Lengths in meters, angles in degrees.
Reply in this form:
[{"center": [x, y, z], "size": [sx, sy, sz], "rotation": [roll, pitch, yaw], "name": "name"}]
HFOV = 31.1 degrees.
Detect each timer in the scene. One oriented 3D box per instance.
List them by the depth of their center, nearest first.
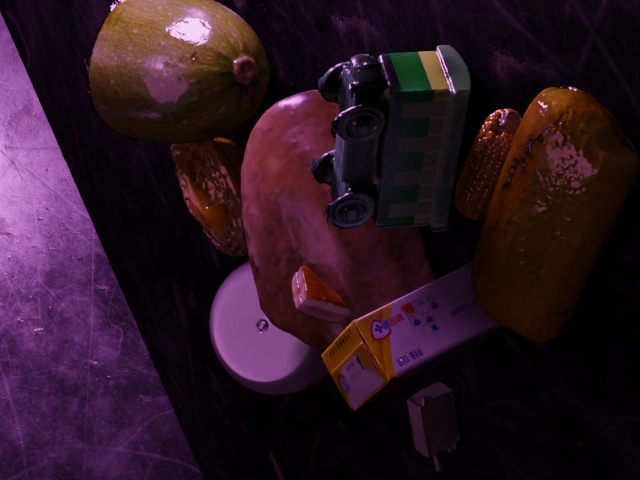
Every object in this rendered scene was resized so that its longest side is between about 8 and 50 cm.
[{"center": [-0.055, 0.155, 2.180], "size": [0.285, 0.285, 0.285], "rotation": [47, 149, 39], "name": "timer"}]

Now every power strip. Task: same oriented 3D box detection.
[{"center": [0.195, 0.323, 1.958], "size": [0.042, 0.075, 0.175], "rotation": [28, 135, 53], "name": "power strip"}]

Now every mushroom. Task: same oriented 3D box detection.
[{"center": [0.024, -0.025, 1.824], "size": [0.313, 0.224, 0.397], "rotation": [33, 139, 56], "name": "mushroom"}]

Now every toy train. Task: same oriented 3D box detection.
[{"center": [0.097, -0.136, 1.601], "size": [0.301, 0.202, 0.120], "rotation": [93, 169, -46], "name": "toy train"}]

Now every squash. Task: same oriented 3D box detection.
[{"center": [-0.211, -0.289, 2.073], "size": [0.308, 0.310, 0.310], "rotation": [24, 134, 38], "name": "squash"}]

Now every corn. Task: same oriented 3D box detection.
[{"center": [0.225, -0.097, 1.522], "size": [0.068, 0.068, 0.207], "rotation": [56, 154, 24], "name": "corn"}]

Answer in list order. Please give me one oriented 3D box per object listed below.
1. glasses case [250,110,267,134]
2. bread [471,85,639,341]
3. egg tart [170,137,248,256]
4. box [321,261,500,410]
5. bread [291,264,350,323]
[{"center": [-0.062, -0.106, 2.124], "size": [0.109, 0.067, 0.282], "rotation": [16, 129, 51], "name": "glasses case"}, {"center": [0.274, -0.018, 1.434], "size": [0.166, 0.112, 0.384], "rotation": [53, 153, 29], "name": "bread"}, {"center": [-0.200, -0.106, 2.357], "size": [0.288, 0.118, 0.288], "rotation": [44, 146, 41], "name": "egg tart"}, {"center": [0.150, 0.128, 1.642], "size": [0.097, 0.265, 0.168], "rotation": [60, 154, 12], "name": "box"}, {"center": [-0.010, 0.089, 1.745], "size": [0.109, 0.062, 0.043], "rotation": [41, 123, 16], "name": "bread"}]
